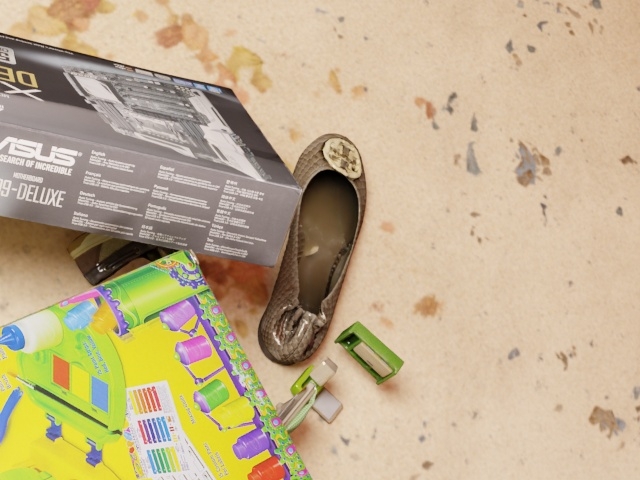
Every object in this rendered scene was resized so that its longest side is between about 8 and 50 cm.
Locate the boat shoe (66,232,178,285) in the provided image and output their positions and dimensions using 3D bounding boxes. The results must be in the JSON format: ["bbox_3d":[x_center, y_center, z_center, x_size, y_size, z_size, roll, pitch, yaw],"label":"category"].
[{"bbox_3d":[-0.147,-0.002,1.107,0.152,0.056,0.049,-22,86,-25],"label":"boat shoe"}]

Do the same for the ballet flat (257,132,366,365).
[{"bbox_3d":[0.000,0.000,1.176,0.084,0.058,0.250,27,58,-16],"label":"ballet flat"}]

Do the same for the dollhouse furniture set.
[{"bbox_3d":[0.005,0.144,1.104,0.058,0.076,0.152,44,55,-3],"label":"dollhouse furniture set"}]

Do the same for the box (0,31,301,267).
[{"bbox_3d":[-0.195,-0.086,1.019,0.307,0.077,0.242,12,20,-23],"label":"box"}]

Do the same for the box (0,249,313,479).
[{"bbox_3d":[-0.171,0.205,0.923,0.279,0.177,0.290,-23,81,-34],"label":"box"}]
